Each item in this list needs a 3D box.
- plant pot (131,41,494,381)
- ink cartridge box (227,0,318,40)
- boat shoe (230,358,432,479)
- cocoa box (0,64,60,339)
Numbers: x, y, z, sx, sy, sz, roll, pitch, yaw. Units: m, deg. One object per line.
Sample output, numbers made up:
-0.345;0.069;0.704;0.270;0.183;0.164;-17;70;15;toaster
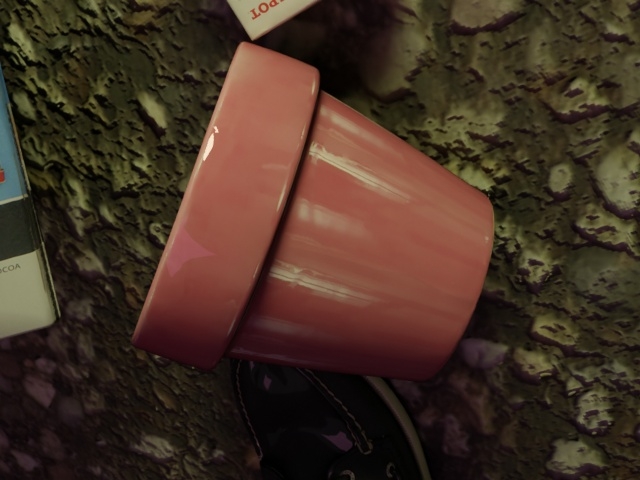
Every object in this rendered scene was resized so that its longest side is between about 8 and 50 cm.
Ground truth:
0.000;0.000;0.575;0.180;0.201;0.201;20;126;-7;plant pot
-0.030;-0.202;0.539;0.099;0.056;0.135;-25;106;32;ink cartridge box
0.017;0.216;0.732;0.127;0.113;0.340;-14;112;30;boat shoe
-0.374;-0.046;0.573;0.231;0.347;0.227;-135;36;-54;cocoa box
